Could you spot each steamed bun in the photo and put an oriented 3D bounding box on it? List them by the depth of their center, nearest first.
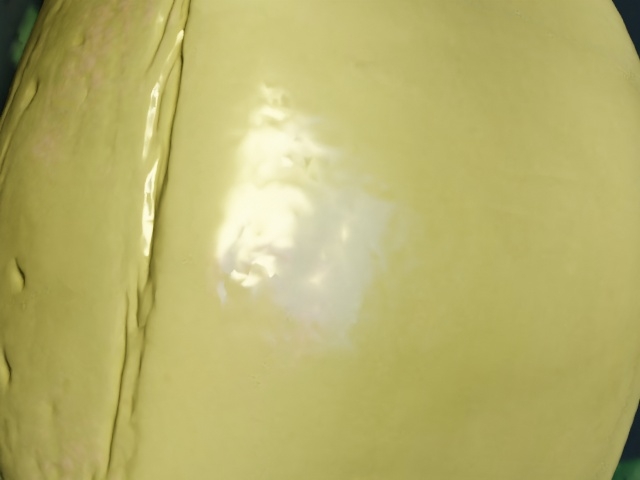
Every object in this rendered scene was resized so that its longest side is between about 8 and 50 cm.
[{"bbox_3d":[0.000,0.000,0.504,0.200,0.154,0.250,10,76,-31],"label":"steamed bun"}]
